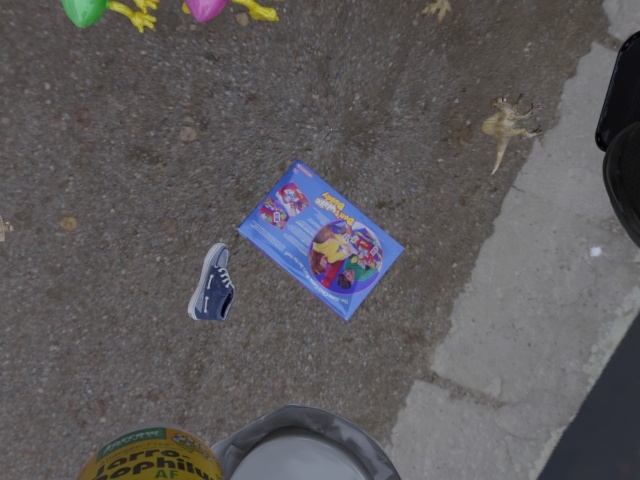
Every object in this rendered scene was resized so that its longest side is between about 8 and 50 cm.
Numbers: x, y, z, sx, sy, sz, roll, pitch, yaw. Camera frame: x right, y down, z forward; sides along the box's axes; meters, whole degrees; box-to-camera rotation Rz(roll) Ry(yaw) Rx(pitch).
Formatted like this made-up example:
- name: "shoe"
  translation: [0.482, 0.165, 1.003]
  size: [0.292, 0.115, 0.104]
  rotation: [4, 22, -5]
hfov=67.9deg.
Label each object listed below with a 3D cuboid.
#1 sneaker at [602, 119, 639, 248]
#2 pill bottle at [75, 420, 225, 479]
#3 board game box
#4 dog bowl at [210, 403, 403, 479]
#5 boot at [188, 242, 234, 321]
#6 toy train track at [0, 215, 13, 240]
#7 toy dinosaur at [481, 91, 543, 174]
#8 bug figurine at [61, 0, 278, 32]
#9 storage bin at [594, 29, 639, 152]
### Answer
- name: "sneaker"
  translation: [0.294, 0.002, 0.260]
  size: [0.125, 0.341, 0.140]
  rotation: [-39, 131, 13]
- name: "pill bottle"
  translation: [-0.120, 0.201, 0.332]
  size: [0.118, 0.208, 0.117]
  rotation: [1, 87, -18]
- name: "board game box"
  translation: [0.000, 0.000, 1.189]
  size: [0.347, 0.078, 0.233]
  rotation: [40, 81, -1]
- name: "dog bowl"
  translation: [-0.025, 0.426, 0.735]
  size: [0.349, 0.102, 0.348]
  rotation: [-3, 79, 14]
- name: "boot"
  translation: [-0.225, 0.094, 1.079]
  size: [0.086, 0.069, 0.190]
  rotation: [4, 64, 22]
- name: "toy train track"
  translation: [-0.580, -0.023, 0.843]
  size: [0.014, 0.083, 0.048]
  rotation: [-11, 87, 17]
- name: "toy dinosaur"
  translation: [0.322, -0.195, 0.809]
  size: [0.093, 0.053, 0.183]
  rotation: [-13, 147, 13]
- name: "bug figurine"
  translation: [-0.124, -0.272, 0.362]
  size: [0.279, 0.072, 0.216]
  rotation: [8, 97, 17]
- name: "storage bin"
  translation: [0.364, -0.125, 0.423]
  size: [0.084, 0.180, 0.122]
  rotation: [8, 98, -31]
